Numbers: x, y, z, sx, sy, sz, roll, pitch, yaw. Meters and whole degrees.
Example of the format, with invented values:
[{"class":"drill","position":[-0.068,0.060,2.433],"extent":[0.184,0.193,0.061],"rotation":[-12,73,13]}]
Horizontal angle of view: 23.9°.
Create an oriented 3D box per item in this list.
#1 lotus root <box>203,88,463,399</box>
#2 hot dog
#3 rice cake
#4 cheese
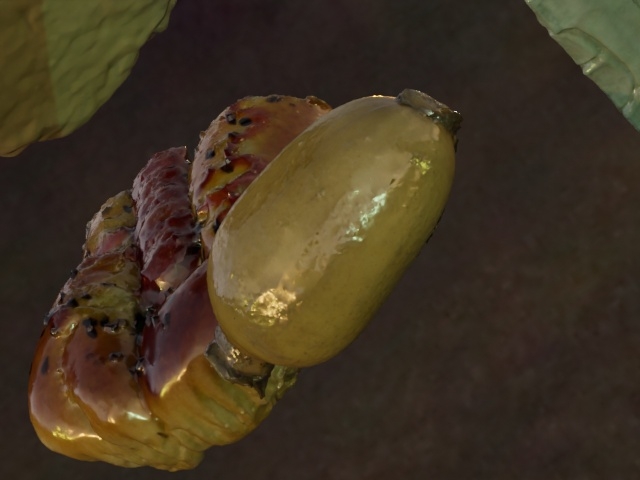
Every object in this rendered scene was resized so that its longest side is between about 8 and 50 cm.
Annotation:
[{"class":"lotus root","position":[0.000,0.002,1.218],"extent":[0.131,0.146,0.303],"rotation":[12,-57,-47]},{"class":"hot dog","position":[-0.137,0.055,1.531],"extent":[0.367,0.196,0.365],"rotation":[-30,35,31]},{"class":"rice cake","position":[0.211,-0.139,1.064],"extent":[0.066,0.336,0.063],"rotation":[-38,38,18]},{"class":"cheese","position":[-0.271,-0.223,1.398],"extent":[0.318,0.115,0.326],"rotation":[-50,-26,11]}]
